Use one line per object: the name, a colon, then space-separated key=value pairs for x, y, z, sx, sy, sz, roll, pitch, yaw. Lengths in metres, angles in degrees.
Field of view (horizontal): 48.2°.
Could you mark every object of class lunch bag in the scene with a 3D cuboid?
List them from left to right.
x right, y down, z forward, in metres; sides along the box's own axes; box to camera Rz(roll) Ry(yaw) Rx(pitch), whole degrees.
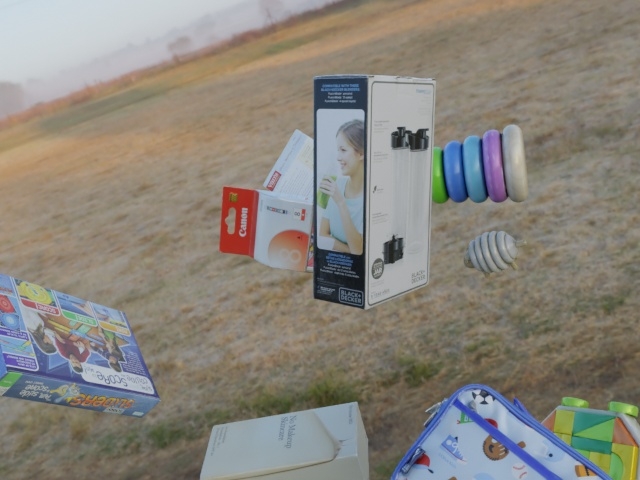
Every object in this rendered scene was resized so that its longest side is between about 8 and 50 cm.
lunch bag: x=0.262 y=0.358 z=1.025 sx=0.303 sy=0.115 sz=0.243 roll=37 pitch=80 yaw=29

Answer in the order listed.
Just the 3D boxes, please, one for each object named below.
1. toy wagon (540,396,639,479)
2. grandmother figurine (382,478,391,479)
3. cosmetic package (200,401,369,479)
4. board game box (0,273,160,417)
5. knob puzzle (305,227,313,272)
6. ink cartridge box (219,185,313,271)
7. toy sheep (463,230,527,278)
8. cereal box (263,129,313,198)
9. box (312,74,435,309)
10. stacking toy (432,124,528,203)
toy wagon: x=0.517 y=0.458 z=1.468 sx=0.068 sy=0.267 sz=0.344 roll=21 pitch=-16 yaw=-27
grandmother figurine: x=0.204 y=0.560 z=1.573 sx=0.342 sy=0.208 sz=0.104 roll=-9 pitch=36 yaw=14
cosmetic package: x=-0.065 y=0.433 z=1.416 sx=0.309 sy=0.113 sz=0.160 roll=-13 pitch=26 yaw=8
board game box: x=-0.272 y=0.113 z=0.761 sx=0.035 sy=0.201 sz=0.136 roll=-42 pitch=54 yaw=12
knob puzzle: x=0.000 y=0.000 z=1.553 sx=0.213 sy=0.030 sz=0.213 roll=-10 pitch=42 yaw=9
ink cartridge box: x=-0.106 y=-0.023 z=1.372 sx=0.179 sy=0.145 sz=0.045 roll=7 pitch=23 yaw=0
toy sheep: x=0.337 y=0.023 z=1.383 sx=0.132 sy=0.091 sz=0.091 roll=-23 pitch=12 yaw=28
cereal box: x=-0.012 y=-0.147 z=1.800 sx=0.173 sy=0.240 sz=0.047 roll=-57 pitch=-26 yaw=11
box: x=0.073 y=-0.071 z=0.950 sx=0.087 sy=0.290 sz=0.169 roll=9 pitch=15 yaw=37
stacking toy: x=0.210 y=-0.125 z=1.329 sx=0.330 sy=0.141 sz=0.141 roll=-5 pitch=19 yaw=18
